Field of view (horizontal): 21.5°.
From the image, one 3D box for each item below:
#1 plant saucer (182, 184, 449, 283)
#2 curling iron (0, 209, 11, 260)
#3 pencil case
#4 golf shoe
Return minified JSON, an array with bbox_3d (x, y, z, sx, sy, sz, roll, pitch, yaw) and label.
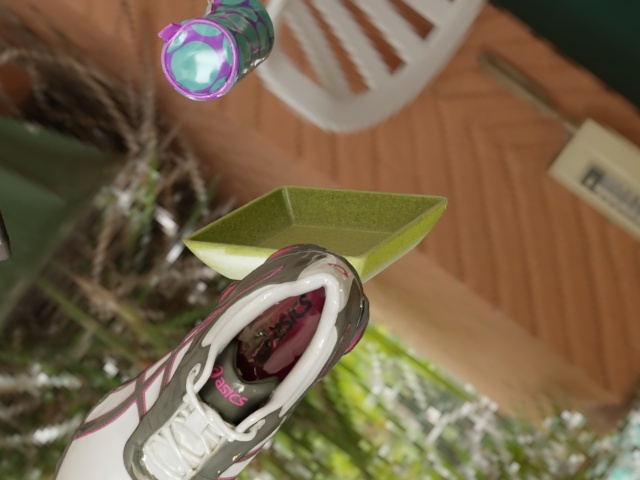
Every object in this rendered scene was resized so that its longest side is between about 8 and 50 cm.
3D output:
[{"bbox_3d":[0.000,0.000,1.563,0.188,0.188,0.045,-33,123,-55],"label":"plant saucer"},{"bbox_3d":[-0.312,-0.098,1.394,0.068,0.035,0.274,-69,150,-52],"label":"curling iron"},{"bbox_3d":[-0.082,-0.158,1.354,0.064,0.070,0.152,-39,-173,17],"label":"pencil case"},{"bbox_3d":[-0.080,0.108,1.036,0.273,0.105,0.120,-50,179,-3],"label":"golf shoe"}]
